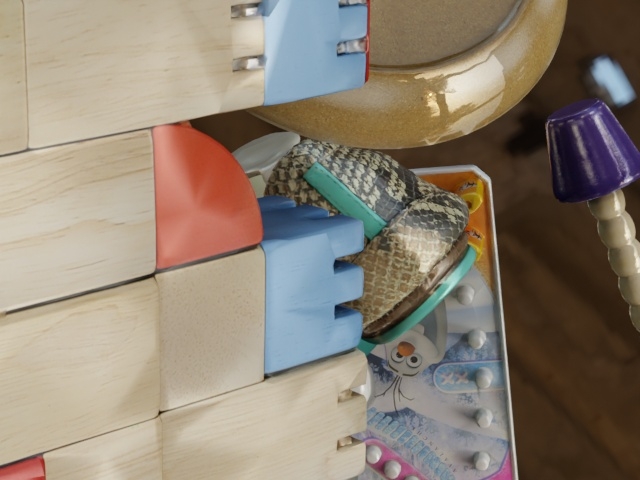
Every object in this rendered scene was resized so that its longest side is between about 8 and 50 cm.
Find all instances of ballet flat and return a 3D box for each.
[{"bbox_3d":[0.000,0.000,1.429,0.182,0.164,0.483,44,-9,2],"label":"ballet flat"}]

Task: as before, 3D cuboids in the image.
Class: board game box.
[{"bbox_3d":[-0.028,0.138,1.695,0.050,0.390,0.390,-72,157,-70],"label":"board game box"}]

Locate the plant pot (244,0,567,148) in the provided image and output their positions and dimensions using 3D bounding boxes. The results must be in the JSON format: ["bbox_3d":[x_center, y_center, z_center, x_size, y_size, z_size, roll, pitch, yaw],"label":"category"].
[{"bbox_3d":[0.020,-0.157,0.972,0.236,0.236,0.032,54,-26,13],"label":"plant pot"}]

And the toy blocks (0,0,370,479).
[{"bbox_3d":[-0.094,0.050,0.647,0.191,0.261,0.381,16,-68,44],"label":"toy blocks"}]

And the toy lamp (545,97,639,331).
[{"bbox_3d":[0.250,0.019,1.533,0.080,0.080,0.274,1,-62,58],"label":"toy lamp"}]
